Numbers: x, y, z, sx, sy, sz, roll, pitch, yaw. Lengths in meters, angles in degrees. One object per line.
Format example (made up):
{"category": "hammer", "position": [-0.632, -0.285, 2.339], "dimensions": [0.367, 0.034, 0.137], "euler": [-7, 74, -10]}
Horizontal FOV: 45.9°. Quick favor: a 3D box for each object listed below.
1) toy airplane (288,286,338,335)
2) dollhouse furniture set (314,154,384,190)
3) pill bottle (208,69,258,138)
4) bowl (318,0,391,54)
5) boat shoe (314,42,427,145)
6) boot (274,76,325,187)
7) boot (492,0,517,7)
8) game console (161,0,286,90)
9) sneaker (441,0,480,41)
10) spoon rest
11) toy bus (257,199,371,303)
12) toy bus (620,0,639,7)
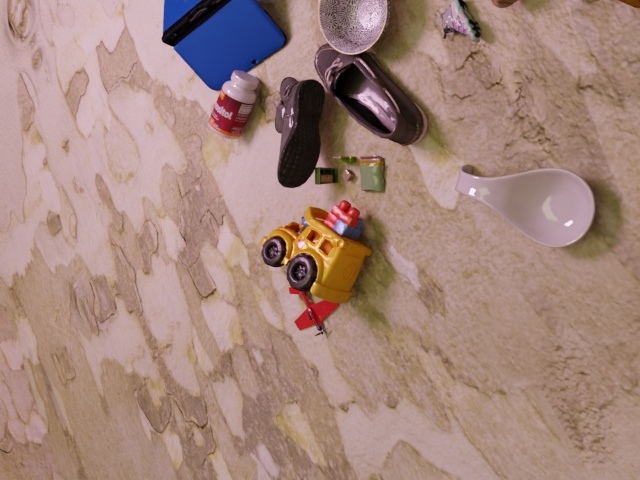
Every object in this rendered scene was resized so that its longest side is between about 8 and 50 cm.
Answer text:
{"category": "toy airplane", "position": [-0.025, 0.148, 1.740], "dimensions": [0.151, 0.028, 0.151], "euler": [6, 99, 43]}
{"category": "dollhouse furniture set", "position": [0.062, -0.143, 1.614], "dimensions": [0.152, 0.059, 0.076], "euler": [5, 98, 42]}
{"category": "pill bottle", "position": [-0.207, -0.328, 1.821], "dimensions": [0.086, 0.086, 0.152], "euler": [44, 121, 30]}
{"category": "bowl", "position": [0.086, -0.466, 1.542], "dimensions": [0.170, 0.080, 0.170], "euler": [10, 106, 37]}
{"category": "boat shoe", "position": [0.083, -0.313, 1.554], "dimensions": [0.335, 0.096, 0.112], "euler": [46, 122, 29]}
{"category": "boot", "position": [-0.060, -0.242, 1.683], "dimensions": [0.161, 0.083, 0.246], "euler": [-157, 79, -66]}
{"category": "boot", "position": [0.318, -0.560, 1.347], "dimensions": [0.207, 0.090, 0.248], "euler": [45, 124, 44]}
{"category": "game console", "position": [-0.233, -0.549, 1.822], "dimensions": [0.293, 0.173, 0.250], "euler": [-22, 61, 41]}
{"category": "sneaker", "position": [0.259, -0.400, 1.429], "dimensions": [0.069, 0.038, 0.098], "euler": [-39, 59, 39]}
{"category": "spoon rest", "position": [0.352, -0.076, 1.343], "dimensions": [0.276, 0.084, 0.137], "euler": [22, 109, 40]}
{"category": "toy bus", "position": [0.000, 0.000, 1.639], "dimensions": [0.220, 0.149, 0.211], "euler": [37, 104, 36]}
{"category": "toy bus", "position": [0.464, -0.416, 1.144], "dimensions": [0.104, 0.191, 0.202], "euler": [-24, 122, 41]}
